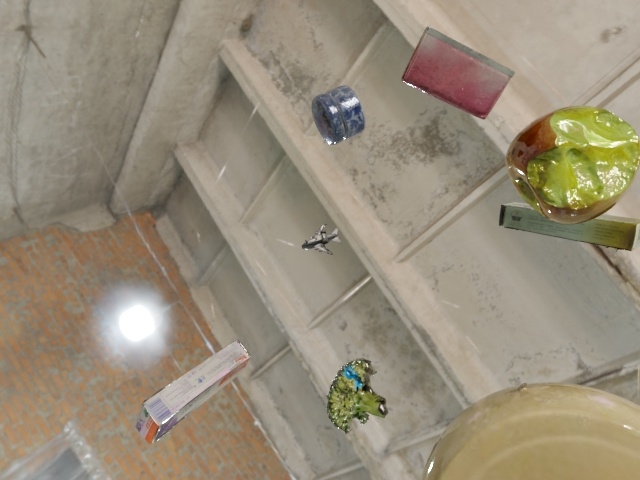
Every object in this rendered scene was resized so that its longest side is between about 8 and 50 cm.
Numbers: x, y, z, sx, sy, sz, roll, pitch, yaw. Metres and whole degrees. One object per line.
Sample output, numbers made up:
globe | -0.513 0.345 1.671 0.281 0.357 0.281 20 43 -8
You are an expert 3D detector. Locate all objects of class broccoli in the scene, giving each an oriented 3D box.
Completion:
broccoli | 0.096 0.389 1.102 0.160 0.167 0.155 7 -65 33

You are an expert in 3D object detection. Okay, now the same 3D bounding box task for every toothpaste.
toothpaste | 0.611 -0.040 1.098 0.312 0.089 0.071 16 -69 46
toothpaste | -0.175 0.209 0.636 0.040 0.196 0.047 37 -63 15

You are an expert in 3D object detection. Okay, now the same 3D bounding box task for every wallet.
wallet | 0.300 -0.358 0.962 0.232 0.025 0.119 17 -63 -19

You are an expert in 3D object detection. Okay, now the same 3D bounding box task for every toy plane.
toy plane | 0.000 0.000 0.904 0.031 0.083 0.079 73 3 -52

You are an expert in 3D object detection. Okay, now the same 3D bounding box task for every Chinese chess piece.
Chinese chess piece | 0.218 0.262 0.383 0.273 0.102 0.274 -3 -100 19

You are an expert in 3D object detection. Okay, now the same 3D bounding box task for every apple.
apple | 0.527 -0.165 0.921 0.226 0.246 0.246 -37 -95 12

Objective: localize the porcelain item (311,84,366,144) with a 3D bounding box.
porcelain item | 0.047 -0.356 1.261 0.147 0.114 0.147 56 -15 23
